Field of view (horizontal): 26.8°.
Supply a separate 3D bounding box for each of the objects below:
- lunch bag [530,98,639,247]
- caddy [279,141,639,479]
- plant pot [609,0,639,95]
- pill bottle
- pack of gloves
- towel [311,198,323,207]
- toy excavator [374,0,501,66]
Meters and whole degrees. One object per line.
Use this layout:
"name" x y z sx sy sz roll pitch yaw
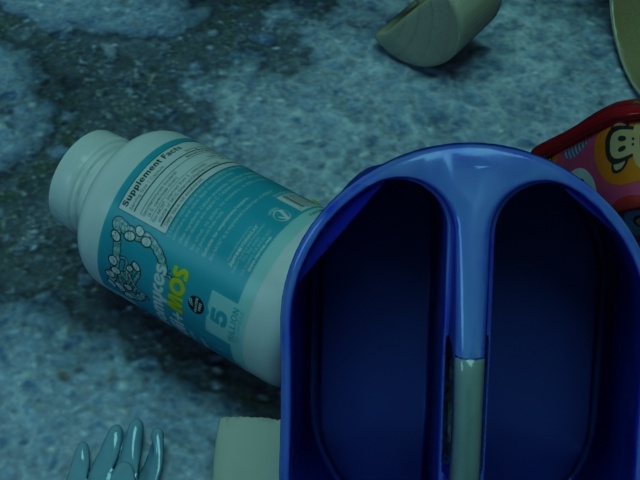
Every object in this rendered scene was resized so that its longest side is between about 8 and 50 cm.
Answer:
"lunch bag" 0.319 -0.029 1.075 0.293 0.258 0.120 4 78 -15
"caddy" 0.095 0.098 0.910 0.241 0.341 0.179 1 13 2
"plant pot" 0.423 -0.259 1.259 0.190 0.284 0.284 0 48 -15
"pill bottle" -0.098 0.002 1.114 0.264 0.146 0.146 28 55 24
"pack of gloves" -0.113 0.234 0.994 0.195 0.046 0.232 -1 45 16
"towel" 0.000 0.000 1.202 0.060 0.009 0.083 -34 56 -24
"toy excavator" -0.065 -0.375 1.366 0.445 0.433 0.222 8 43 46
